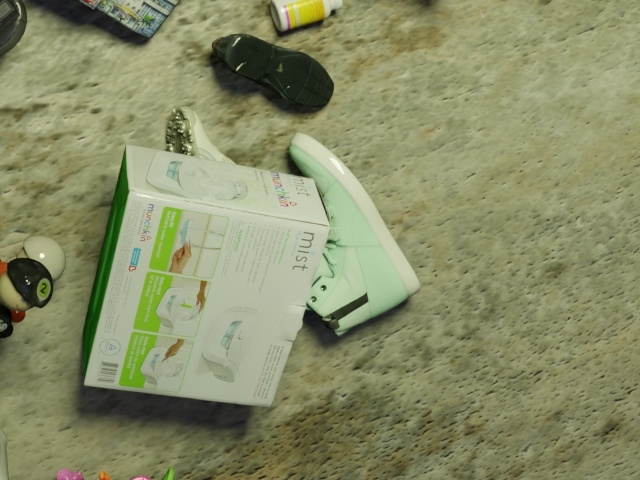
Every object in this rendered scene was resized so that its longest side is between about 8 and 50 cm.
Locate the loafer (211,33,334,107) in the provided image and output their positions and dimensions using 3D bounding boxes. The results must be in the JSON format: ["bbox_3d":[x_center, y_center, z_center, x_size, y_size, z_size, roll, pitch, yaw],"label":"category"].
[{"bbox_3d":[-0.056,-0.211,1.415,0.170,0.061,0.062,24,94,-38],"label":"loafer"}]

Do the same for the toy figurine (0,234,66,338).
[{"bbox_3d":[-0.390,0.010,1.269,0.148,0.213,0.209,-36,101,4],"label":"toy figurine"}]

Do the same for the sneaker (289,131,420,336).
[{"bbox_3d":[0.000,0.000,1.441,0.151,0.094,0.256,-35,103,-6],"label":"sneaker"}]

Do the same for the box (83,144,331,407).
[{"bbox_3d":[-0.137,0.047,1.342,0.231,0.126,0.261,8,118,-17],"label":"box"}]

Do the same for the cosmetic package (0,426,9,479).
[{"bbox_3d":[-0.569,0.309,1.245,0.453,0.230,0.161,-32,105,-9],"label":"cosmetic package"}]

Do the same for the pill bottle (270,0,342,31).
[{"bbox_3d":[-0.017,-0.287,1.425,0.083,0.043,0.043,-19,102,-13],"label":"pill bottle"}]

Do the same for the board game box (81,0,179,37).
[{"bbox_3d":[-0.204,-0.345,1.297,0.194,0.060,0.194,30,109,-36],"label":"board game box"}]

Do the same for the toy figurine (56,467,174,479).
[{"bbox_3d":[-0.279,0.332,1.403,0.159,0.130,0.173,21,69,-8],"label":"toy figurine"}]

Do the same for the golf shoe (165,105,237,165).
[{"bbox_3d":[-0.132,-0.085,1.417,0.086,0.069,0.176,-23,109,-30],"label":"golf shoe"}]

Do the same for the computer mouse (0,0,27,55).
[{"bbox_3d":[-0.405,-0.340,1.303,0.262,0.060,0.184,44,88,-5],"label":"computer mouse"}]
